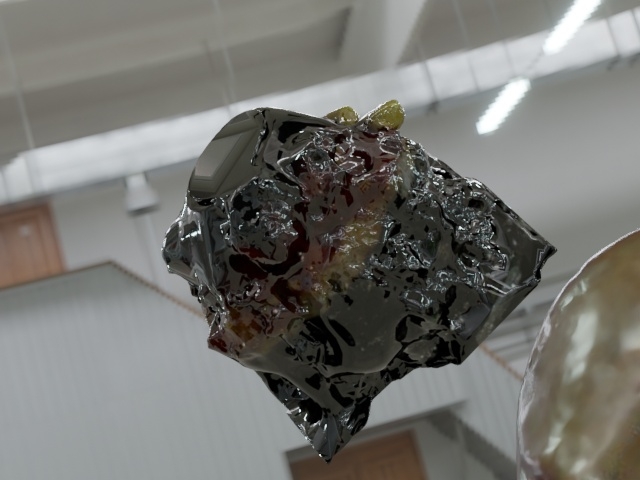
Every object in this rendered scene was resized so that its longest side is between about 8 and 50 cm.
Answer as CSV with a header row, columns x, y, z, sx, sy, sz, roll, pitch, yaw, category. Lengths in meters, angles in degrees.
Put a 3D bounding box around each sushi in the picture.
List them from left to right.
x,y,z,sx,sy,sz,roll,pitch,yaw,category
0.000,0.000,0.795,0.172,0.150,0.153,-46,26,-1,sushi

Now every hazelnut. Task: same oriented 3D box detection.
x,y,z,sx,sy,sz,roll,pitch,yaw,category
0.331,0.173,1.251,0.365,0.366,0.366,-15,-11,-3,hazelnut
